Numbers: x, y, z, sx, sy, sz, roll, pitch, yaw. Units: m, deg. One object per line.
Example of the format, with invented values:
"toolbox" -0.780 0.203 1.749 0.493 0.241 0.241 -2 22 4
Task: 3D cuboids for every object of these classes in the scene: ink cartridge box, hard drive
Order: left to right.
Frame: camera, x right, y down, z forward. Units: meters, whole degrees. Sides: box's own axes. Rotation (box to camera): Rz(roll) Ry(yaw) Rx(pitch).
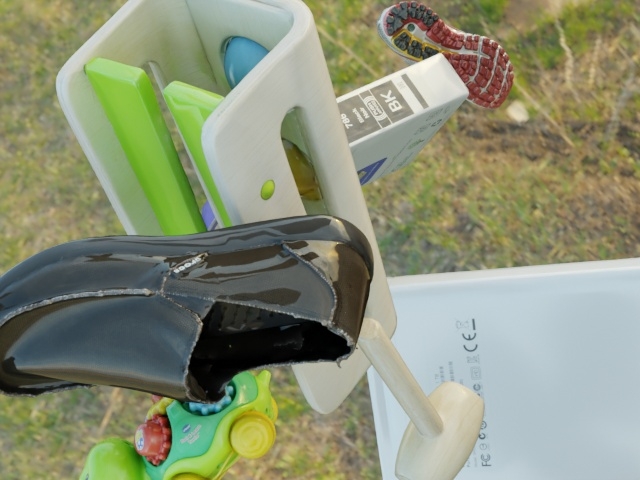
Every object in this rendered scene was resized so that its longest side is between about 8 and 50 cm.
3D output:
"ink cartridge box" -0.009 -0.080 1.161 0.065 0.332 0.165 56 147 9
"hard drive" 0.226 0.139 1.108 0.353 0.233 0.047 -5 15 14

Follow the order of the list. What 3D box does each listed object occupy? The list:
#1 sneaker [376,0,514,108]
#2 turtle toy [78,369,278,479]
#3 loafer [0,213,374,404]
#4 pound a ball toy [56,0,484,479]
"sneaker" 0.176 -0.263 1.555 0.088 0.225 0.093 -57 20 1
"turtle toy" -0.081 0.117 0.649 0.130 0.066 0.095 -42 2 0
"loafer" -0.078 0.043 0.567 0.220 0.080 0.078 -14 44 5
"pound a ball toy" 0.000 0.000 0.706 0.208 0.319 0.136 20 58 32
